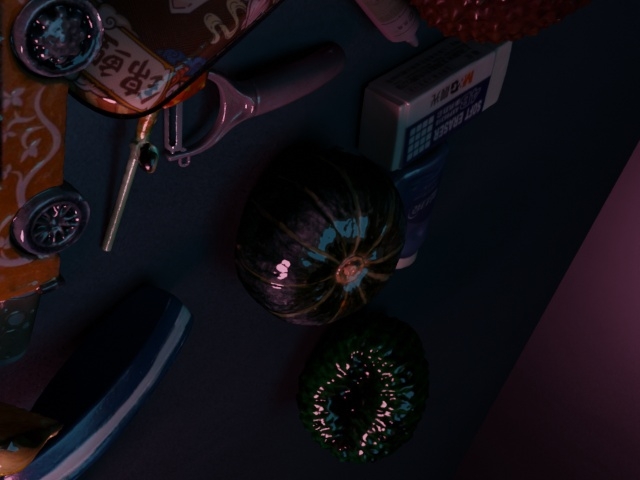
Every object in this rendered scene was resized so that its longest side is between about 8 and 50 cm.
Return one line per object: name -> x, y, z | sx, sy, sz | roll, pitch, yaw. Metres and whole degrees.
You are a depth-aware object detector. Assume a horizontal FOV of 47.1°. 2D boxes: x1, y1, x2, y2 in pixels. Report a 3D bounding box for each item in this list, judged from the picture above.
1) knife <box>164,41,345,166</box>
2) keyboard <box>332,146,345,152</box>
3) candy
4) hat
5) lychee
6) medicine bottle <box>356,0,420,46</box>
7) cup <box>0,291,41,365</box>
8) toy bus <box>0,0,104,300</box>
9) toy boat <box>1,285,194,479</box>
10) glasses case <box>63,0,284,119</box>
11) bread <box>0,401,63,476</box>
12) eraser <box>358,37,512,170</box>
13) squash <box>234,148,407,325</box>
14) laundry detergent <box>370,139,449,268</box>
knife -> -0.060, -0.172, 0.863 | 0.278, 0.053, 0.123 | -29, 148, -37
keyboard -> 0.002, -0.059, 1.115 | 0.055, 0.014, 0.176 | -29, 142, -38
candy -> -0.187, -0.098, 0.744 | 0.084, 0.078, 0.287 | 5, 128, -33
hat -> 0.119, 0.261, 1.433 | 0.274, 0.242, 0.332 | -53, 168, 24
lychee -> 0.222, -0.372, 0.862 | 0.276, 0.276, 0.304 | -39, 164, -28
medicine bottle -> 0.092, -0.297, 0.950 | 0.057, 0.058, 0.199 | -57, 152, 4
cup -> -0.319, 0.067, 0.695 | 0.102, 0.074, 0.099 | -13, 131, -51
toy bus -> -0.273, -0.105, 0.493 | 0.194, 0.162, 0.323 | -22, 139, -42
toy boat -> -0.259, 0.174, 0.839 | 0.299, 0.096, 0.061 | -56, 149, -34
glasses case -> -0.101, -0.231, 0.634 | 0.321, 0.122, 0.082 | -49, -174, -23
bread -> -0.385, 0.205, 0.685 | 0.252, 0.133, 0.174 | -38, 165, 16
eraser -> 0.179, -0.225, 1.136 | 0.279, 0.081, 0.124 | -35, 146, -32
squash -> 0.000, 0.000, 1.015 | 0.252, 0.165, 0.252 | -23, 135, -25
laundry detergent -> 0.142, -0.050, 1.254 | 0.143, 0.094, 0.289 | -42, 149, -31
